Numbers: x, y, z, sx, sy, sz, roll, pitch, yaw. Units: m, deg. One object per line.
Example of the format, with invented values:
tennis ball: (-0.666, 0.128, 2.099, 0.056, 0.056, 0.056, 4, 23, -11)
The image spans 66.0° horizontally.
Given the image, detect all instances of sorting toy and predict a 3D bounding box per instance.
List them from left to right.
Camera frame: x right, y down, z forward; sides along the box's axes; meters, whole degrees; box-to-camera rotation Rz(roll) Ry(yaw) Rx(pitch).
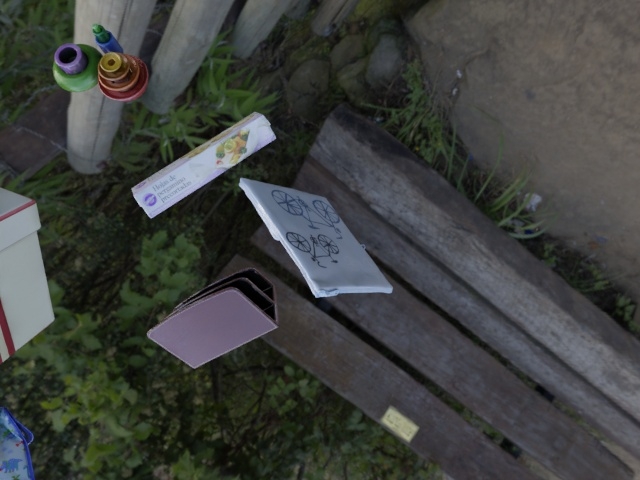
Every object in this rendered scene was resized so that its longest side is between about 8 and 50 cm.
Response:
sorting toy: (-0.212, -0.171, 0.465, 0.102, 0.061, 0.042, 16, 167, 7)

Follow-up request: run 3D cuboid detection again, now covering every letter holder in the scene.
letter holder: (-0.301, 0.192, 1.370, 0.302, 0.152, 0.214, -28, 130, 16)

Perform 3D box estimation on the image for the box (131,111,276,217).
box: (-0.249, -0.168, 1.066, 0.063, 0.324, 0.067, 61, 170, -28)

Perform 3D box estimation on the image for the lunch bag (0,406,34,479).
lunch bag: (-0.604, 0.405, 0.916, 0.129, 0.096, 0.151, -41, 65, 28)

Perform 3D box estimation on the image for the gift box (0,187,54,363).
gift box: (-0.524, 0.052, 0.616, 0.255, 0.276, 0.258, 16, 123, 8)

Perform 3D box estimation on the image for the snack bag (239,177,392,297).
snack bag: (0.000, 0.000, 1.135, 0.323, 0.037, 0.342, 7, -139, -54)
